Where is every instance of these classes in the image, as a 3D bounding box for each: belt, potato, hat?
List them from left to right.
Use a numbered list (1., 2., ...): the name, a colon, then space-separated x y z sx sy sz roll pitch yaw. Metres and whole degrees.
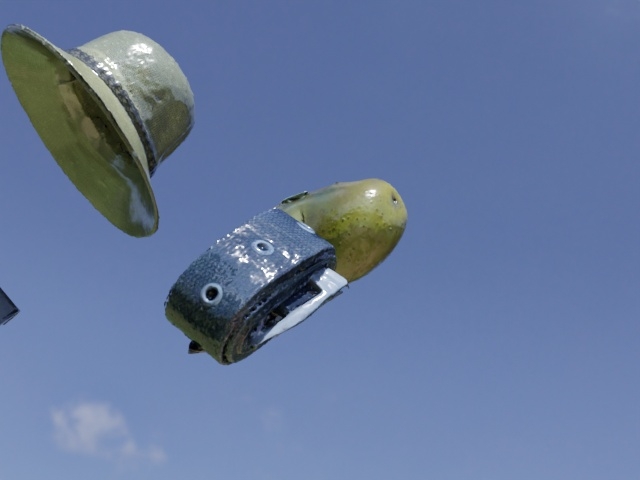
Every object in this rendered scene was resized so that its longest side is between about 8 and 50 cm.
1. hat: -0.206 -0.140 1.127 0.257 0.130 0.257 40 -27 25
2. belt: -0.065 0.058 1.246 0.128 0.218 0.122 36 -45 22
3. potato: 0.000 0.000 1.440 0.248 0.169 0.143 -26 -62 20

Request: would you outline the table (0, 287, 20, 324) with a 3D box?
1. table: -0.304 0.082 0.847 0.043 0.133 0.133 52 -39 -6
